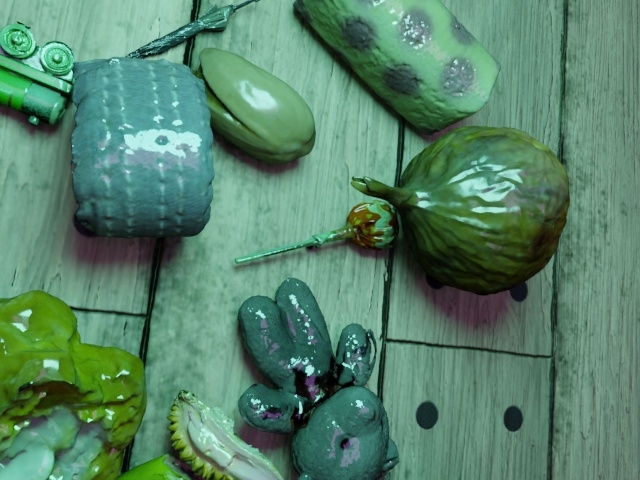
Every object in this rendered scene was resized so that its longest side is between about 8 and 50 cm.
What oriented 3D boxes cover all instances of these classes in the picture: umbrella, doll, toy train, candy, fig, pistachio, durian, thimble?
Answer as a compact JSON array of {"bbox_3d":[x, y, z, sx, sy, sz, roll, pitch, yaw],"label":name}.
[{"bbox_3d":[-0.205,-0.330,0.866,0.269,0.044,0.044,-31,123,-15],"label":"umbrella"},{"bbox_3d":[0.002,0.220,0.820,0.246,0.158,0.340,-18,89,-37],"label":"doll"},{"bbox_3d":[-0.444,-0.238,0.719,0.251,0.085,0.119,21,81,-19],"label":"toy train"},{"bbox_3d":[0.000,0.002,0.895,0.288,0.078,0.084,-16,61,-21],"label":"candy"},{"bbox_3d":[0.192,-0.067,0.866,0.369,0.286,0.286,11,79,-29],"label":"fig"},{"bbox_3d":[-0.105,-0.206,0.848,0.226,0.136,0.136,37,70,-8],"label":"pistachio"},{"bbox_3d":[-0.125,0.295,0.735,0.224,0.140,0.078,32,63,27],"label":"durian"},{"bbox_3d":[-0.236,-0.120,0.726,0.172,0.205,0.236,1,84,-23],"label":"thimble"}]

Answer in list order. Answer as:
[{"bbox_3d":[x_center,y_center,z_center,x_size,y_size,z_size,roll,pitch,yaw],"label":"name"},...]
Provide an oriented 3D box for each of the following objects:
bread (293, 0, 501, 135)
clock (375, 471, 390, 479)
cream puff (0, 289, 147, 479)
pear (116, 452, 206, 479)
[{"bbox_3d":[0.128,-0.340,0.930,0.338,0.187,0.155,39,67,-17],"label":"bread"},{"bbox_3d":[0.079,0.395,0.915,0.083,0.010,0.074,36,71,-16],"label":"clock"},{"bbox_3d":[-0.383,0.217,0.627,0.274,0.270,0.323,30,68,18],"label":"cream puff"},{"bbox_3d":[-0.224,0.396,0.689,0.187,0.187,0.219,42,75,-14],"label":"pear"}]
